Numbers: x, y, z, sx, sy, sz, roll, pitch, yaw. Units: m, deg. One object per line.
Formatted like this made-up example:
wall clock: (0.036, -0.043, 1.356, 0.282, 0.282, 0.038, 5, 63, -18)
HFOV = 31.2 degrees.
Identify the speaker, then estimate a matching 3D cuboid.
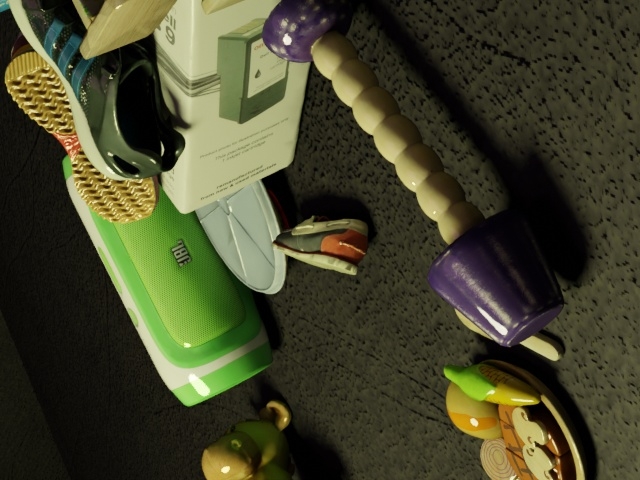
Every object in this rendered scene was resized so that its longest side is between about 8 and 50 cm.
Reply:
speaker: (-0.164, 0.023, 1.240, 0.296, 0.131, 0.131, 63, 157, 0)

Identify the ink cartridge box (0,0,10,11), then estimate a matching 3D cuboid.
ink cartridge box: (-0.387, -0.376, 1.342, 0.148, 0.086, 0.203, 62, 156, 2)

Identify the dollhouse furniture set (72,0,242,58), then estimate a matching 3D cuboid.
dollhouse furniture set: (-0.055, -0.247, 0.582, 0.212, 0.242, 0.161, 64, 157, -1)

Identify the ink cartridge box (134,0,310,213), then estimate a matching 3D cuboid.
ink cartridge box: (-0.109, -0.196, 0.900, 0.211, 0.122, 0.289, 52, 155, 23)

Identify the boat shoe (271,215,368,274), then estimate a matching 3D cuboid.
boat shoe: (0.000, 0.000, 0.983, 0.137, 0.049, 0.043, 9, 80, 65)

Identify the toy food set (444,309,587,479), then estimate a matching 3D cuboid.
toy food set: (0.141, 0.145, 0.840, 0.132, 0.038, 0.192, 22, 133, 57)

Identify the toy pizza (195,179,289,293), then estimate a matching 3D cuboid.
toy pizza: (-0.082, -0.042, 1.122, 0.201, 0.032, 0.201, 48, 153, 34)

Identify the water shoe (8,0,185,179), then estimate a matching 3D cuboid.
water shoe: (-0.158, -0.141, 0.841, 0.080, 0.073, 0.203, -1, 121, 41)

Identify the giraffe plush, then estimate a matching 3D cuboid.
giraffe plush: (-0.066, 0.279, 1.310, 0.170, 0.181, 0.210, 67, -167, 17)

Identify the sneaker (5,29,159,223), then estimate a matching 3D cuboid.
sneaker: (-0.185, -0.099, 0.941, 0.084, 0.070, 0.185, -92, -20, -50)

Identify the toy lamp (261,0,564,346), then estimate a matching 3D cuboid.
toy lamp: (0.060, -0.052, 0.756, 0.274, 0.080, 0.080, 55, 155, 21)
